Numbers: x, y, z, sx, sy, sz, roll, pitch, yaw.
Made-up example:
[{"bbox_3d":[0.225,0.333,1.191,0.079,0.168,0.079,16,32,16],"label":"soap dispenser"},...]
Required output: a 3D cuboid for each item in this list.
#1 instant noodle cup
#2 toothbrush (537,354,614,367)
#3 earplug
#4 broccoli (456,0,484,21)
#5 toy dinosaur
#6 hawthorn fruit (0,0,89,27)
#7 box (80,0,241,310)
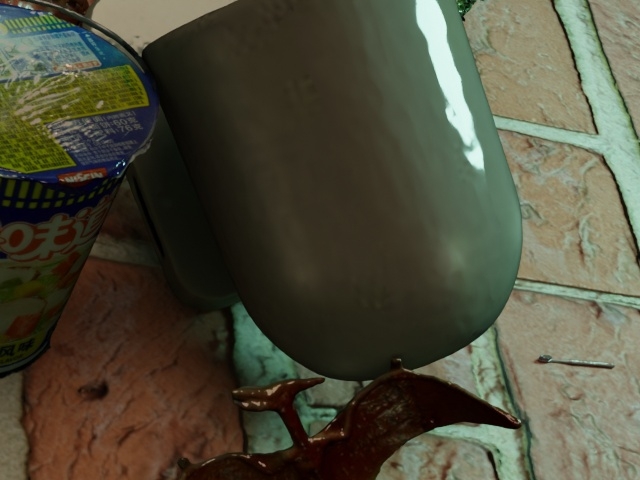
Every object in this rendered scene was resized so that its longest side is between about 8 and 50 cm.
[{"bbox_3d":[-0.321,-0.036,1.661,0.284,0.312,0.284,13,40,-11],"label":"instant noodle cup"},{"bbox_3d":[0.294,0.138,1.971,0.097,0.008,0.006,7,54,-18],"label":"toothbrush"},{"bbox_3d":[0.036,-0.064,1.701,0.313,0.313,0.394,-25,95,-42],"label":"earplug"},{"bbox_3d":[0.038,-0.431,2.362,0.397,0.274,0.353,0,15,26],"label":"broccoli"},{"bbox_3d":[0.013,0.221,1.590,0.327,0.206,0.113,-2,18,-13],"label":"toy dinosaur"},{"bbox_3d":[-0.370,-0.272,1.918,0.307,0.276,0.276,3,23,40],"label":"hawthorn fruit"},{"bbox_3d":[-0.044,-0.143,1.911,0.373,0.090,0.367,-19,83,-17],"label":"box"}]
